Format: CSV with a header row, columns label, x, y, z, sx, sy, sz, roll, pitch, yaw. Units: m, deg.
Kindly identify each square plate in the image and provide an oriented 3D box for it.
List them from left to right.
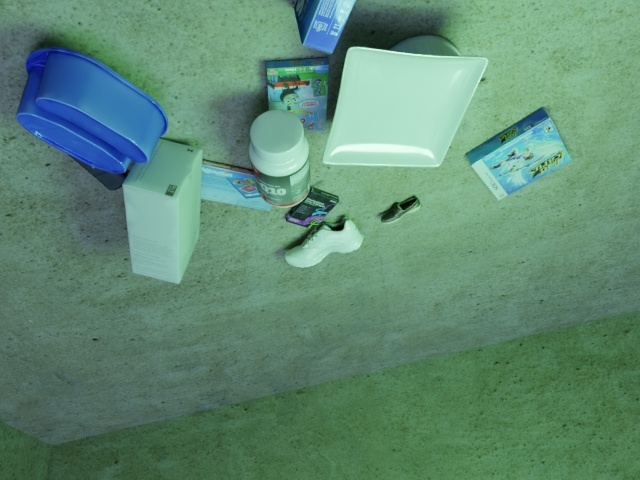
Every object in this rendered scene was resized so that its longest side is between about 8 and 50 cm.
label,x,y,z,sx,sy,sz,roll,pitch,yaw
square plate,0.196,-0.327,1.307,0.344,0.049,0.347,0,141,-13

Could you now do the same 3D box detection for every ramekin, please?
label,x,y,z,sx,sy,sz,roll,pitch,yaw
ramekin,0.271,-0.391,1.388,0.273,0.127,0.273,-7,142,-6

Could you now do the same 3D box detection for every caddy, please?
label,x,y,z,sx,sy,sz,roll,pitch,yaw
caddy,-0.537,-0.313,1.245,0.241,0.179,0.341,-10,150,39

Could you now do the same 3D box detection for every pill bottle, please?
label,x,y,z,sx,sy,sz,roll,pitch,yaw
pill bottle,-0.110,-0.219,1.426,0.161,0.161,0.283,-9,158,-3

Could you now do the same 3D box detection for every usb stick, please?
label,x,y,z,sx,sy,sz,roll,pitch,yaw
usb stick,-0.638,-0.235,1.415,0.077,0.045,0.278,-21,141,13

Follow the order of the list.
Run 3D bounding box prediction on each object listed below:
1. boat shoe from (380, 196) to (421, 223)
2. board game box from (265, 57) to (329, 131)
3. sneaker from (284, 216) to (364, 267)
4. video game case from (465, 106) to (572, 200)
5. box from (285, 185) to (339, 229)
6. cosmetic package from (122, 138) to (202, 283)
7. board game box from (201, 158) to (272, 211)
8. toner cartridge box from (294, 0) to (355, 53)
label,x,y,z,sx,sy,sz,roll,pitch,yaw
boat shoe,0.275,-0.109,1.809,0.152,0.056,0.049,-28,135,5
board game box,-0.061,-0.381,1.387,0.160,0.039,0.211,-6,143,-7
sneaker,0.000,0.000,1.852,0.297,0.111,0.129,-23,125,8
video game case,0.648,-0.271,1.692,0.269,0.061,0.244,-32,139,23
box,-0.028,-0.107,1.748,0.116,0.029,0.162,16,133,-31
cosmetic package,-0.448,-0.078,1.506,0.156,0.217,0.385,13,136,-2
board game box,-0.266,-0.168,1.610,0.281,0.027,0.145,10,139,-25
toner cartridge box,0.045,-0.582,1.060,0.075,0.165,0.348,7,138,-23
